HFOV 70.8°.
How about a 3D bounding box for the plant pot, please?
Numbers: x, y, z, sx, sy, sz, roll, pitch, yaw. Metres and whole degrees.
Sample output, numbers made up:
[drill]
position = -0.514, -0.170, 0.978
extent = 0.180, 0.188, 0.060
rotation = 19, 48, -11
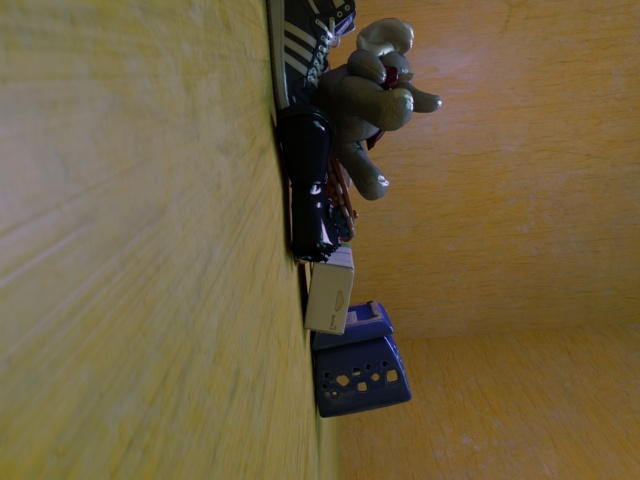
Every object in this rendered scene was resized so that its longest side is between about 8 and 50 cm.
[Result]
[plant pot]
position = 0.092, 0.293, 1.178
extent = 0.236, 0.235, 0.212
rotation = -83, 161, -81

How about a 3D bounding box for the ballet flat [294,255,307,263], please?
[ballet flat]
position = -0.014, -0.006, 0.972
extent = 0.232, 0.073, 0.080
rotation = -84, 171, -76

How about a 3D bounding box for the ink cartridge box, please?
[ink cartridge box]
position = 0.021, 0.099, 1.035
extent = 0.212, 0.093, 0.155
rotation = -89, -173, -77

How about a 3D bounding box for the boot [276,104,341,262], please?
[boot]
position = -0.016, -0.083, 0.778
extent = 0.246, 0.094, 0.207
rotation = 81, 4, -70

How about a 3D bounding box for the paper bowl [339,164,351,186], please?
[paper bowl]
position = 0.017, -0.305, 1.429
extent = 0.284, 0.147, 0.285
rotation = -5, 90, -88

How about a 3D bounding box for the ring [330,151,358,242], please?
[ring]
position = 0.018, -0.156, 1.151
extent = 0.336, 0.032, 0.337
rotation = 158, -90, -81

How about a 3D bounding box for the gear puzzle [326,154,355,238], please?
[gear puzzle]
position = -0.009, -0.162, 1.060
extent = 0.175, 0.044, 0.339
rotation = -153, -138, -75

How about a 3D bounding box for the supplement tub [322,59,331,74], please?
[supplement tub]
position = -0.020, -0.366, 1.157
extent = 0.198, 0.105, 0.106
rotation = 82, 4, -56

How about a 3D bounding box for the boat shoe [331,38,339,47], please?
[boat shoe]
position = -0.011, -0.501, 1.022
extent = 0.367, 0.156, 0.136
rotation = -90, 175, -59

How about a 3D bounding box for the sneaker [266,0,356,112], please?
[sneaker]
position = -0.007, -0.329, 0.795
extent = 0.099, 0.153, 0.283
rotation = -65, 150, -84

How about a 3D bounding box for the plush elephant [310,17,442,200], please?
[plush elephant]
position = 0.119, -0.294, 0.934
extent = 0.330, 0.255, 0.272
rotation = 47, -25, 29
